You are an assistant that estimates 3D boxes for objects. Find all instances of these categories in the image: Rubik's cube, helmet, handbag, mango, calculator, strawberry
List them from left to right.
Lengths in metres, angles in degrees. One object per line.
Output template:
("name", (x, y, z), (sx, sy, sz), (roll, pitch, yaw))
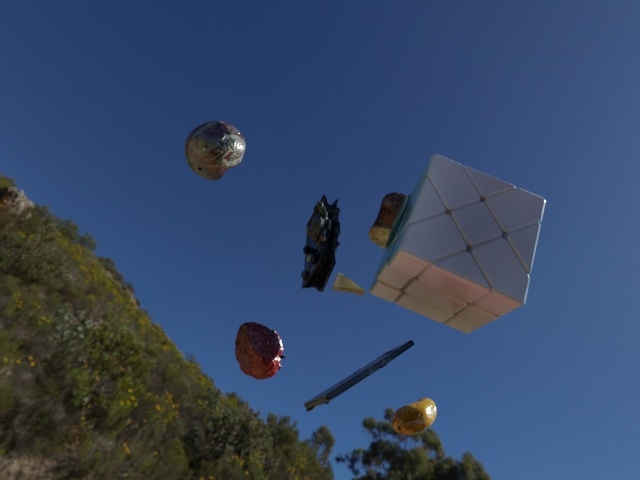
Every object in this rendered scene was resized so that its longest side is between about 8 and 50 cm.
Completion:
("helmet", (-0.307, -0.269, 1.229), (0.153, 0.177, 0.107), (43, -5, 14))
("strawberry", (-0.155, 0.264, 1.048), (0.131, 0.131, 0.148), (-6, -29, 34))
("handbag", (0.000, 0.000, 1.640), (0.118, 0.325, 0.269), (12, -41, -11))
("calculator", (0.090, 0.305, 0.991), (0.021, 0.262, 0.161), (59, -29, 14))
("mango", (0.285, 0.523, 1.300), (0.098, 0.190, 0.075), (10, -78, 44))
("Rubik's cube", (0.352, 0.021, 1.175), (0.319, 0.321, 0.316), (23, -27, 3))

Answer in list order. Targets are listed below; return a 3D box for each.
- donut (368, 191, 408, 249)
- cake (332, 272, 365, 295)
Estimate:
("donut", (0.254, -0.061, 1.543), (0.126, 0.144, 0.186), (25, -47, 14))
("cake", (0.106, 0.160, 1.557), (0.121, 0.065, 0.052), (12, -27, 1))
